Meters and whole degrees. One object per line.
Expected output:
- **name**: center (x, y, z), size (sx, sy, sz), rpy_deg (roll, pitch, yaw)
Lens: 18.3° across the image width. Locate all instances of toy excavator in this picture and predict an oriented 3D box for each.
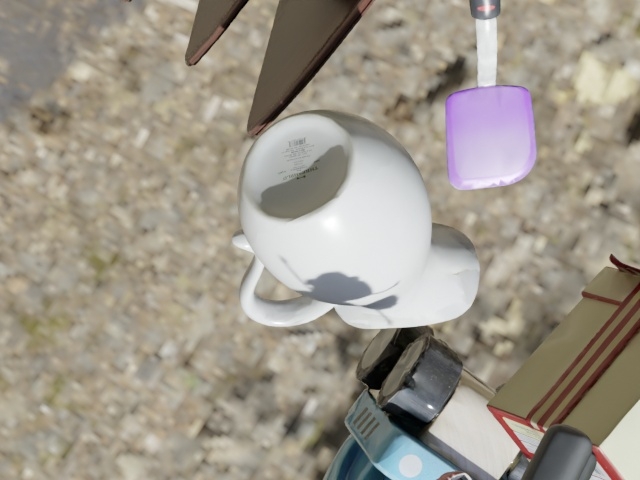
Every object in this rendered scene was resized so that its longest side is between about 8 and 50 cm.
- **toy excavator**: center (0.085, 0.347, 2.308), size (0.222, 0.433, 0.445), rpy_deg (34, 92, -11)

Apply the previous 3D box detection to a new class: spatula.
- **spatula**: center (0.148, -0.182, 1.770), size (0.084, 0.030, 0.296), rpy_deg (-5, 122, 0)

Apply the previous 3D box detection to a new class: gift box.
- **gift box**: center (0.371, 0.172, 2.171), size (0.258, 0.255, 0.276), rpy_deg (-45, 120, -16)

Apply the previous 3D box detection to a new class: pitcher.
- **pitcher**: center (0.000, 0.000, 1.402), size (0.177, 0.125, 0.207), rpy_deg (-19, 150, 15)

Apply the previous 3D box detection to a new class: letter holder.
- **letter holder**: center (-0.043, -0.245, 1.561), size (0.152, 0.302, 0.214), rpy_deg (21, 57, -16)

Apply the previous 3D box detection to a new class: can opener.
- **can opener**: center (0.144, 0.286, 1.757), size (0.283, 0.095, 0.076), rpy_deg (-60, 156, -17)

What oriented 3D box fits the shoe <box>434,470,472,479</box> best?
- **shoe**: center (0.133, 0.285, 2.023), size (0.081, 0.063, 0.178), rpy_deg (-20, 150, 21)
